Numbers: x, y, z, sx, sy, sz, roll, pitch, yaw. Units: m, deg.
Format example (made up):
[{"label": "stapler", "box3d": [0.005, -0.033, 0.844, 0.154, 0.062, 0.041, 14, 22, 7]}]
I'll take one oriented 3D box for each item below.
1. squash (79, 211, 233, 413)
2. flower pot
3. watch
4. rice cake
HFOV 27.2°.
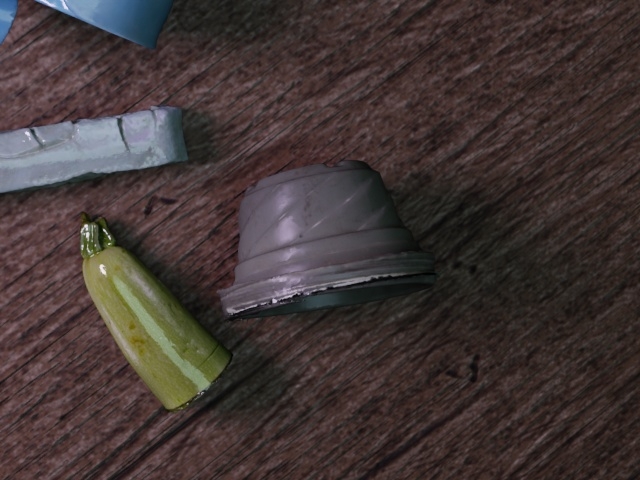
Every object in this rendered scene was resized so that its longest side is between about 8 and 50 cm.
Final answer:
[{"label": "squash", "box3d": [-0.186, 0.064, 1.376, 0.094, 0.094, 0.224, -36, 101, -6]}, {"label": "flower pot", "box3d": [0.000, 0.000, 1.358, 0.235, 0.235, 0.140, -10, 81, -14]}, {"label": "watch", "box3d": [-0.231, -0.259, 1.240, 0.193, 0.211, 0.211, 20, 96, -34]}, {"label": "rice cake", "box3d": [-0.298, -0.079, 1.311, 0.336, 0.063, 0.066, -13, 100, -16]}]
